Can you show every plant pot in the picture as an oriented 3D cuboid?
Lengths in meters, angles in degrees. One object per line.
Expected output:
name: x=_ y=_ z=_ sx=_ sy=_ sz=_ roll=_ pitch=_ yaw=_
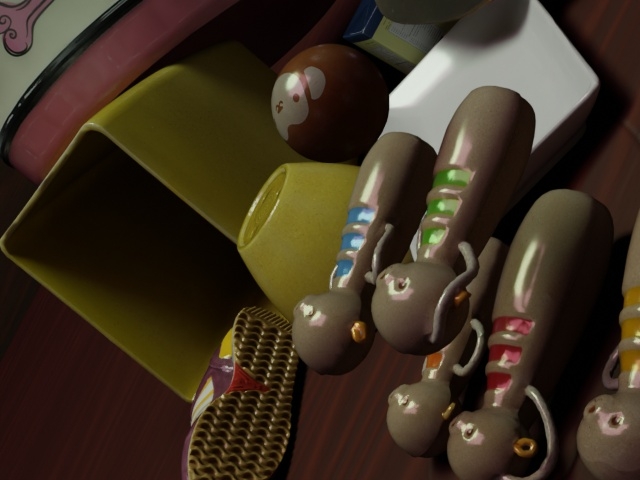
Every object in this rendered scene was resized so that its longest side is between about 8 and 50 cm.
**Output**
plant pot: x=0.000 y=0.000 z=1.081 sx=0.134 sy=0.095 sz=0.134 roll=-55 pitch=17 yaw=25
plant pot: x=-0.092 y=-0.032 z=1.265 sx=0.212 sy=0.212 sz=0.187 roll=-43 pitch=10 yaw=51

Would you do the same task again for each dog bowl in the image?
dog bowl: x=-0.143 y=-0.197 z=1.360 sx=0.408 sy=0.150 sz=0.408 roll=-38 pitch=-4 yaw=-3

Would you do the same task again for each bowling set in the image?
bowling set: x=0.043 y=0.019 z=0.734 sx=0.154 sy=0.199 sz=0.287 roll=-68 pitch=12 yaw=-19

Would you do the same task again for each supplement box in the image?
supplement box: x=0.077 y=-0.164 z=1.149 sx=0.083 sy=0.083 sz=0.056 roll=-62 pitch=15 yaw=-3

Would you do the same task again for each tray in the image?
tray: x=0.102 y=-0.080 z=0.990 sx=0.145 sy=0.030 sz=0.270 roll=-47 pitch=18 yaw=15

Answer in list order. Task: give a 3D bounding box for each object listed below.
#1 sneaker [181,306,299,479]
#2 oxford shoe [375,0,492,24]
sneaker: x=-0.061 y=0.134 z=1.114 sx=0.185 sy=0.069 sz=0.084 roll=-70 pitch=7 yaw=-50
oxford shoe: x=0.122 y=-0.194 z=1.044 sx=0.212 sy=0.076 sz=0.076 roll=-17 pitch=87 yaw=44
